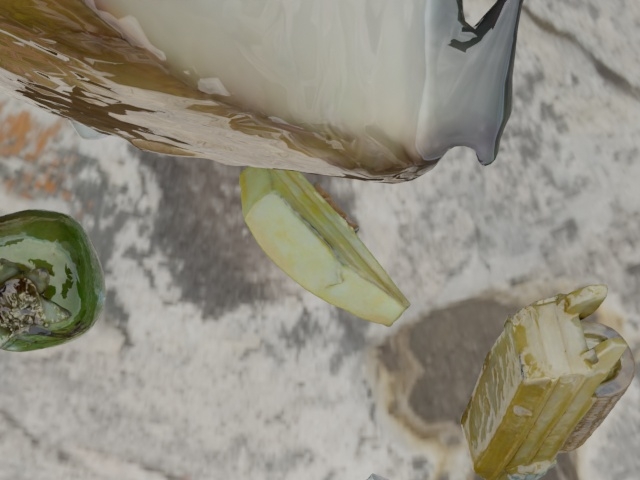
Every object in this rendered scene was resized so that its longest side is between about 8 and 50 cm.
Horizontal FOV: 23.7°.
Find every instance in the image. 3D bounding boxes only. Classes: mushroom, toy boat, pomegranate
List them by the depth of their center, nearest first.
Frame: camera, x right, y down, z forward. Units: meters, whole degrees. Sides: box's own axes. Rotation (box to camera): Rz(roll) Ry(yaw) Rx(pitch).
[{"bbox_3d":[-0.154,-0.168,0.596,0.397,0.313,0.224,13,92,38],"label":"mushroom"},{"bbox_3d":[0.000,0.000,1.204,0.172,0.066,0.065,48,124,10],"label":"toy boat"},{"bbox_3d":[0.207,0.138,1.371,0.115,0.089,0.310,-6,150,-10],"label":"toy boat"},{"bbox_3d":[-0.267,0.044,1.373,0.152,0.191,0.131,-11,103,-12],"label":"pomegranate"}]

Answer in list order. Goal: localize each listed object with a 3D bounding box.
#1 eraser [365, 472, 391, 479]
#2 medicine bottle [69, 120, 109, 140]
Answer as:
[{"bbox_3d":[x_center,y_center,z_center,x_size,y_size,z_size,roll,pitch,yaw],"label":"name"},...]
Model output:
[{"bbox_3d":[0.117,0.317,1.594,0.225,0.052,0.095,25,118,-33],"label":"eraser"},{"bbox_3d":[-0.228,-0.234,1.354,0.133,0.133,0.274,-27,108,11],"label":"medicine bottle"}]
